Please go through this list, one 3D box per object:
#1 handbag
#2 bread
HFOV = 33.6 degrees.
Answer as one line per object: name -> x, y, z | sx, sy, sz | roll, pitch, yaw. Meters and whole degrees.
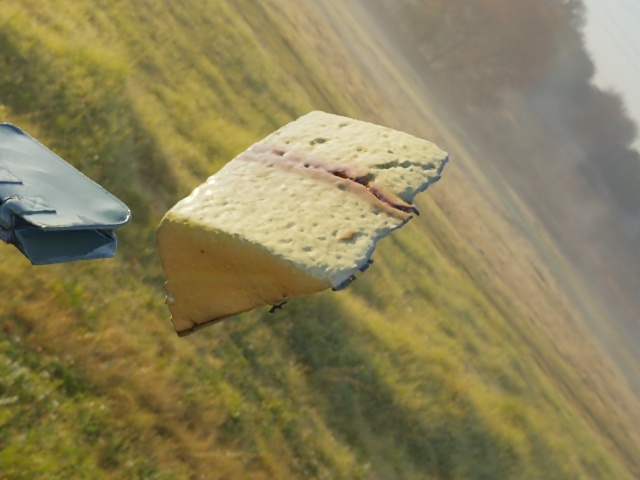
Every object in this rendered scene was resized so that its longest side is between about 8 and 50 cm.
handbag -> -0.343, -0.055, 1.198 | 0.229, 0.062, 0.179 | 34, 18, 21
bread -> 0.000, 0.000, 0.926 | 0.178, 0.240, 0.135 | 19, -49, 28
